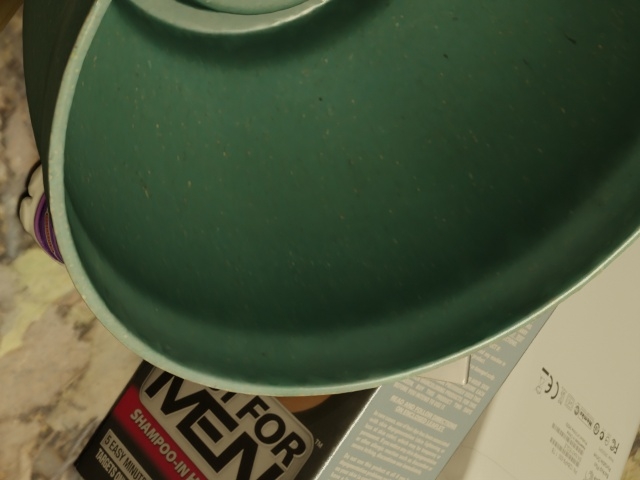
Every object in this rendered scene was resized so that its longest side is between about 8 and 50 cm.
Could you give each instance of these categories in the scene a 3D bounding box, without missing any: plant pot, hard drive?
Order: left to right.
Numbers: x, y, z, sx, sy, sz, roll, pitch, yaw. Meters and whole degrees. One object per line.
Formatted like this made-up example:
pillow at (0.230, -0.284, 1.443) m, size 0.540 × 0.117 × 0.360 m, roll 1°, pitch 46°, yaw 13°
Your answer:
plant pot at (0.007, -0.107, 0.559) m, size 0.293 × 0.196 × 0.293 m, roll -16°, pitch 136°, yaw -16°
hard drive at (0.208, 0.069, 1.065) m, size 0.233 × 0.047 × 0.353 m, roll 42°, pitch 66°, yaw -47°

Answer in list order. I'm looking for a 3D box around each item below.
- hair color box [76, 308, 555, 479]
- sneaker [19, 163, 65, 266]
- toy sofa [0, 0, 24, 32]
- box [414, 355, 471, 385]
hair color box at (0.016, 0.063, 0.894) m, size 0.113 × 0.185 × 0.374 m, roll 31°, pitch 96°, yaw -46°
sneaker at (-0.114, -0.058, 0.791) m, size 0.068 × 0.071 × 0.170 m, roll 8°, pitch 111°, yaw -43°
toy sofa at (-0.160, -0.226, 0.611) m, size 0.362 × 0.177 × 0.150 m, roll -53°, pitch 160°, yaw 1°
box at (0.000, 0.000, 0.781) m, size 0.038 × 0.186 × 0.145 m, roll 8°, pitch 87°, yaw -79°
